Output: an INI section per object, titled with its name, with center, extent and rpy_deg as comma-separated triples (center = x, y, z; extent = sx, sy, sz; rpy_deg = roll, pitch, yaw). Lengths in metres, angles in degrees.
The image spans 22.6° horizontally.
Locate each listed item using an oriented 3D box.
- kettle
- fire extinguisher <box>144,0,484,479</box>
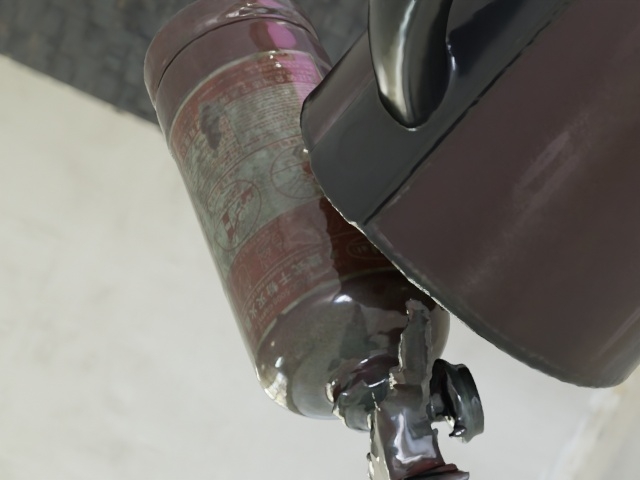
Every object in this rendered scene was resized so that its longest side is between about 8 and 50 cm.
[kettle]
center = 0.101, -0.090, 0.488
extent = 0.232, 0.202, 0.144
rpy_deg = -51, 47, 20
[fire extinguisher]
center = -0.006, 0.005, 0.574
extent = 0.106, 0.075, 0.252
rpy_deg = 53, -169, -51
